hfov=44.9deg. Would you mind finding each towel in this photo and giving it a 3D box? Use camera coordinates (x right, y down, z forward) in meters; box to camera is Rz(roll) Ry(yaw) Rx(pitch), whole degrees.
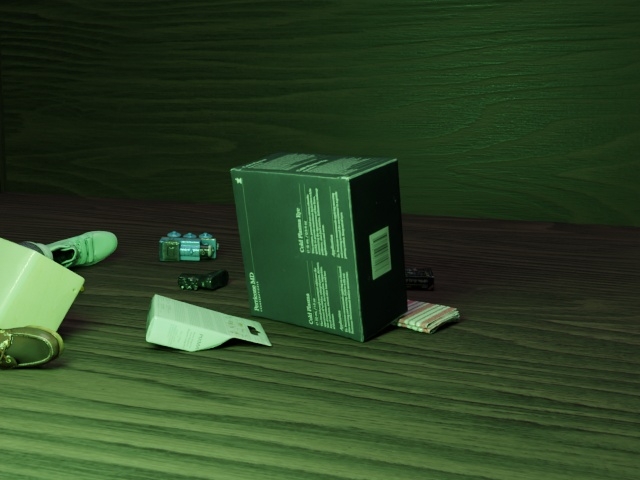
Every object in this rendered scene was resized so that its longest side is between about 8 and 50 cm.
[{"bbox_3d":[0.188,0.165,1.698,0.197,0.029,0.144,8,14,37],"label":"towel"}]

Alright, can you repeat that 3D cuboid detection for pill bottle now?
[{"bbox_3d":[-0.761,0.061,1.966,0.108,0.108,0.193,2,9,7],"label":"pill bottle"}]

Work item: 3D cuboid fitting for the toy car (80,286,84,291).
[{"bbox_3d":[-0.647,0.118,1.915,0.122,0.060,0.040,21,-30,15],"label":"toy car"}]

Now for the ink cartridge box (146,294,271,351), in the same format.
[{"bbox_3d":[-0.227,0.179,1.540,0.232,0.066,0.189,21,4,-14],"label":"ink cartridge box"}]

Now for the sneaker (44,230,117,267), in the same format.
[{"bbox_3d":[-0.671,0.037,2.169,0.255,0.094,0.151,-17,12,-33],"label":"sneaker"}]

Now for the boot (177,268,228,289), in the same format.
[{"bbox_3d":[-0.303,0.100,1.992,0.099,0.045,0.121,1,9,20],"label":"boot"}]

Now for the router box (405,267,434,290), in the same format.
[{"bbox_3d":[0.252,0.101,2.058,0.092,0.038,0.122,2,9,4],"label":"router box"}]

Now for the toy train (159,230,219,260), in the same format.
[{"bbox_3d":[-0.406,0.022,2.373,0.184,0.080,0.105,3,18,-2],"label":"toy train"}]

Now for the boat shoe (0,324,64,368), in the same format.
[{"bbox_3d":[-0.544,0.188,1.329,0.206,0.073,0.073,-3,9,19],"label":"boat shoe"}]

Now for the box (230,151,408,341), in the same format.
[{"bbox_3d":[0.000,0.000,1.631,0.312,0.343,0.179,9,22,37],"label":"box"}]

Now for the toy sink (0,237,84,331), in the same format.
[{"bbox_3d":[-0.591,0.097,1.507,0.234,0.153,0.131,11,-21,45],"label":"toy sink"}]
